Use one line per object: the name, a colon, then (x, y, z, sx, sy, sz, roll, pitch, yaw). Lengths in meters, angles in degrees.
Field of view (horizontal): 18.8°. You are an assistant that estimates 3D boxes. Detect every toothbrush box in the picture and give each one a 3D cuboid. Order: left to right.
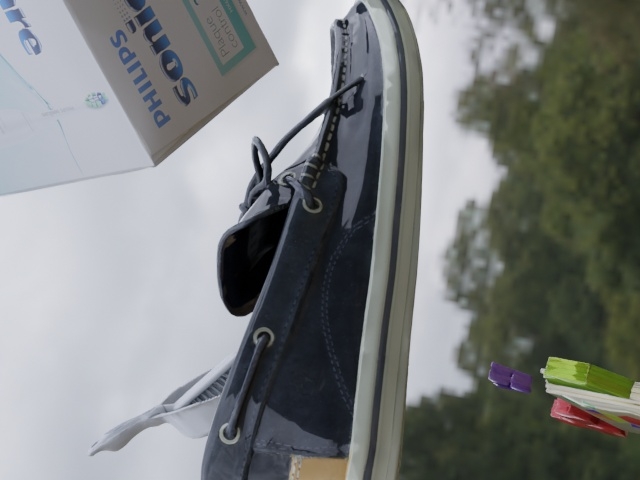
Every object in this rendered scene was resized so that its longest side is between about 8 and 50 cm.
toothbrush box: (-0.203, -0.144, 1.141, 0.126, 0.295, 0.216, -44, -66, -38)

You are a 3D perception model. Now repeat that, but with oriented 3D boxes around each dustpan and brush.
dustpan and brush: (-0.133, 0.165, 1.922, 0.211, 0.060, 0.147, -38, 12, -9)

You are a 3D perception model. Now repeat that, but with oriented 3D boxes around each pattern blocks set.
pattern blocks set: (0.304, 0.156, 1.770, 0.285, 0.325, 0.026, 30, -105, -50)

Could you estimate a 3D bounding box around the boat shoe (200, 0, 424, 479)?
boat shoe: (0.000, 0.000, 1.486, 0.187, 0.156, 0.500, 89, -173, -54)
